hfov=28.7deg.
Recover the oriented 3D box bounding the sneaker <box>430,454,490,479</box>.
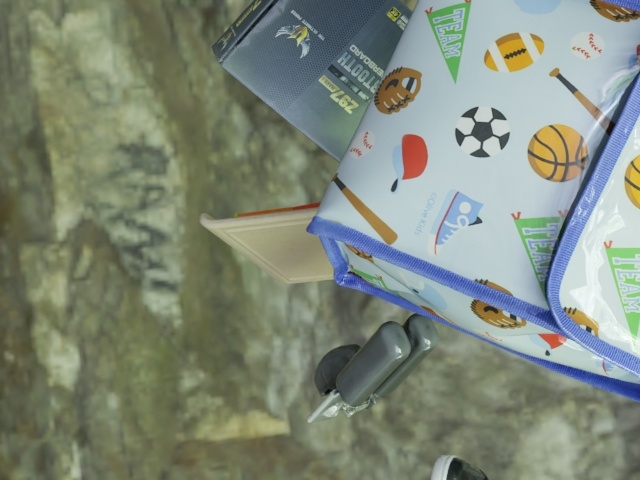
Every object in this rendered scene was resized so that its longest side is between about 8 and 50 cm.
[{"bbox_3d":[0.192,0.269,1.144,0.217,0.121,0.079,59,37,-33],"label":"sneaker"}]

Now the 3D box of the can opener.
[{"bbox_3d":[0.047,0.141,1.464,0.095,0.076,0.283,66,-28,19],"label":"can opener"}]

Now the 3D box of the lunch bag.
[{"bbox_3d":[0.231,-0.055,1.140,0.328,0.385,0.239,-63,163,-9],"label":"lunch bag"}]

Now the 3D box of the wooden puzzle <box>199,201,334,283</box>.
[{"bbox_3d":[0.000,0.000,1.550,0.221,0.238,0.044,41,52,-58],"label":"wooden puzzle"}]

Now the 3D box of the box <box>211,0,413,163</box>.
[{"bbox_3d":[0.024,-0.205,1.399,0.183,0.232,0.059,-46,-153,12],"label":"box"}]
